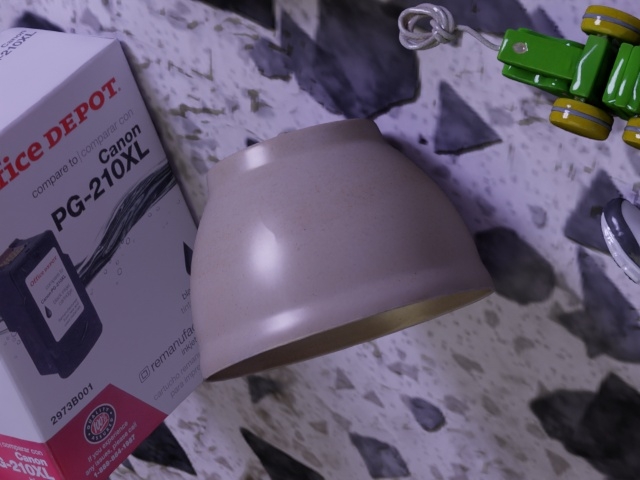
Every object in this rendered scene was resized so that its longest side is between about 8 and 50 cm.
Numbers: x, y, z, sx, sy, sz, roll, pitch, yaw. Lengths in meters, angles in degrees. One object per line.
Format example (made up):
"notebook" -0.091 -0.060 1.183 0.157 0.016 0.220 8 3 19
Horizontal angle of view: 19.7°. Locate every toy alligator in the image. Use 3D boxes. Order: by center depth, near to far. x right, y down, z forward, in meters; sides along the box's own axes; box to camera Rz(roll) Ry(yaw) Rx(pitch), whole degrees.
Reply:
"toy alligator" 0.125 -0.076 0.849 0.189 0.056 0.051 19 178 32

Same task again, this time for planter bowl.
"planter bowl" 0.000 0.000 0.977 0.162 0.162 0.109 -26 79 54

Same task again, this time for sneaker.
"sneaker" 0.182 0.016 0.896 0.109 0.040 0.044 47 120 14

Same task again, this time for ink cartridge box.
"ink cartridge box" -0.169 0.013 1.126 0.100 0.172 0.237 9 131 40
